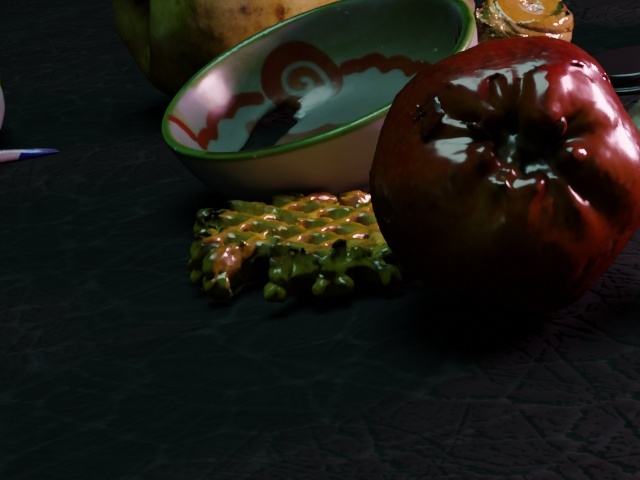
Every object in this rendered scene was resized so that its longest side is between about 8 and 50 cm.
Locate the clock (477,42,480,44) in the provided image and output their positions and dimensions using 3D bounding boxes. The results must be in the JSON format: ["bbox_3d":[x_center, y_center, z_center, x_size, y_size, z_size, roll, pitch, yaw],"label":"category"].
[{"bbox_3d":[0.120,-0.158,1.816,0.146,0.071,0.192,-7,18,2],"label":"clock"}]

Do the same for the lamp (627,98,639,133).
[{"bbox_3d":[0.360,-0.092,1.473,0.193,0.106,0.106,-2,16,-13],"label":"lamp"}]

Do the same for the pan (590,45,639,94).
[{"bbox_3d":[0.383,-0.215,1.949,0.136,0.028,0.235,3,21,30],"label":"pan"}]

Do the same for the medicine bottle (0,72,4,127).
[{"bbox_3d":[-0.451,-0.169,1.986,0.139,0.139,0.225,-11,17,-8],"label":"medicine bottle"}]

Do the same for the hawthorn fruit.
[{"bbox_3d":[0.144,-0.051,1.279,0.211,0.211,0.299,-7,3,3],"label":"hawthorn fruit"}]

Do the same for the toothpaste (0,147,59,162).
[{"bbox_3d":[-0.351,-0.102,1.942,0.083,0.015,0.024,-9,15,-22],"label":"toothpaste"}]

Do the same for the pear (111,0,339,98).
[{"bbox_3d":[-0.099,-0.309,2.022,0.303,0.304,0.304,-7,17,2],"label":"pear"}]

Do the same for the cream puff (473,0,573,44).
[{"bbox_3d":[0.240,-0.252,2.004,0.133,0.104,0.119,-29,59,-34],"label":"cream puff"}]

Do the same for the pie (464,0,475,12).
[{"bbox_3d":[0.058,-0.304,2.300,0.339,0.077,0.339,-5,14,1],"label":"pie"}]

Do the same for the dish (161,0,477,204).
[{"bbox_3d":[0.015,-0.118,1.623,0.324,0.124,0.324,-18,27,10],"label":"dish"}]

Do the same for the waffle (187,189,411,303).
[{"bbox_3d":[0.000,0.000,1.410,0.231,0.051,0.229,-9,15,-7],"label":"waffle"}]
